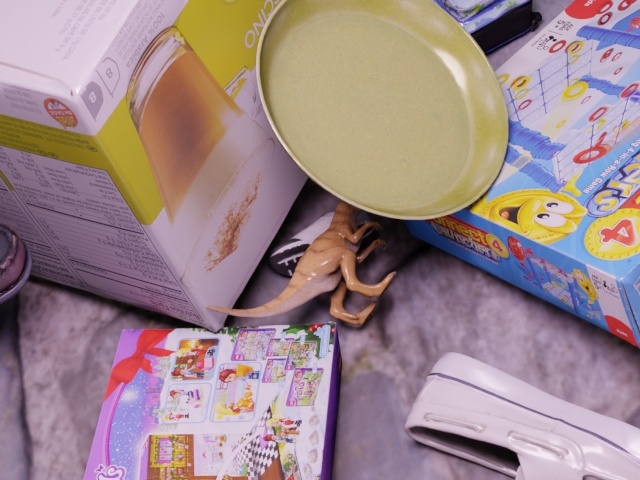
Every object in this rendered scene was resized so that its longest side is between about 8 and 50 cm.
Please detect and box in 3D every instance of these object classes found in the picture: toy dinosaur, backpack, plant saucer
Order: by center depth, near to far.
[{"bbox_3d":[0.050,-0.120,1.287,0.241,0.037,0.241,10,62,-20],"label":"plant saucer"},{"bbox_3d":[0.000,0.032,1.345,0.112,0.064,0.211,36,61,9],"label":"toy dinosaur"},{"bbox_3d":[0.152,-0.255,1.515,0.105,0.084,0.114,-31,55,-13],"label":"backpack"}]

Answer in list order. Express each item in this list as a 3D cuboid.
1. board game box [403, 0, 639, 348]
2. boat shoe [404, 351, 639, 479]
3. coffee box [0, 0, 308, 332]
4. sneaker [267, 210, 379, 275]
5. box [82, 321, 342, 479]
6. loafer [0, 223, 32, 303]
[{"bbox_3d":[0.267,-0.082,1.322,0.308,0.086,0.302,-42,39,-18],"label":"board game box"},{"bbox_3d":[0.191,0.181,1.219,0.267,0.096,0.088,25,69,25],"label":"boat shoe"},{"bbox_3d":[-0.200,-0.173,1.347,0.338,0.334,0.338,14,60,29],"label":"coffee box"},{"bbox_3d":[0.000,0.000,1.408,0.109,0.040,0.044,-19,42,-8],"label":"sneaker"},{"bbox_3d":[-0.092,0.191,1.238,0.200,0.057,0.293,-2,41,8],"label":"box"},{"bbox_3d":[-0.408,0.002,1.295,0.302,0.095,0.109,4,55,11],"label":"loafer"}]
